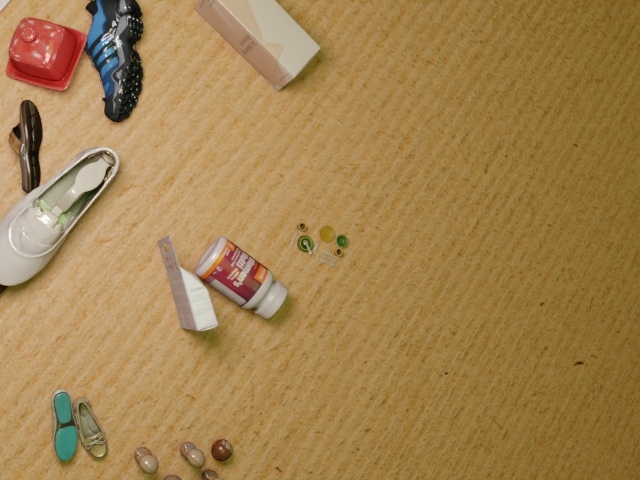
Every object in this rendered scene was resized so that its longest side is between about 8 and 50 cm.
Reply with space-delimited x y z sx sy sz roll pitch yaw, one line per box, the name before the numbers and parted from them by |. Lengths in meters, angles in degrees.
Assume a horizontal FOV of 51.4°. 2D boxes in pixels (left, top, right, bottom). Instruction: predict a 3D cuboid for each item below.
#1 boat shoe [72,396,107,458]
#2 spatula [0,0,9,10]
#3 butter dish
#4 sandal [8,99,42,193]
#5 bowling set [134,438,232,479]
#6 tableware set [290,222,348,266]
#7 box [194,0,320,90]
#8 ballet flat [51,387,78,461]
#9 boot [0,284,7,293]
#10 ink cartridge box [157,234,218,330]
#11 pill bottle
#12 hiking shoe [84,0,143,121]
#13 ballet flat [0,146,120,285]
boat shoe | -0.540 0.443 1.560 0.056 0.048 0.153 -17 93 -23
spatula | -0.834 -0.517 1.529 0.168 0.019 0.242 34 74 -11
butter dish | -0.648 -0.449 1.529 0.160 0.118 0.160 16 78 4
sandal | -0.688 -0.218 1.543 0.060 0.090 0.219 0 93 -1
bowling set | -0.294 0.554 1.598 0.200 0.154 0.287 -44 103 -19
tableware set | 0.000 0.000 1.835 0.154 0.024 0.104 28 75 -18
box | -0.165 -0.557 1.744 0.311 0.148 0.121 43 73 -13
ballet flat | -0.594 0.423 1.539 0.057 0.052 0.168 -2 93 -33
boot | -0.743 0.117 1.477 0.207 0.090 0.248 -27 93 -20
ink cartridge box | -0.323 0.101 1.602 0.066 0.189 0.232 -12 90 -24
pill bottle | -0.199 0.098 1.691 0.221 0.121 0.121 37 73 -16
hiking shoe | -0.512 -0.442 1.628 0.132 0.113 0.304 4 90 8
ballet flat | -0.595 -0.074 1.499 0.139 0.139 0.400 42 62 -15
